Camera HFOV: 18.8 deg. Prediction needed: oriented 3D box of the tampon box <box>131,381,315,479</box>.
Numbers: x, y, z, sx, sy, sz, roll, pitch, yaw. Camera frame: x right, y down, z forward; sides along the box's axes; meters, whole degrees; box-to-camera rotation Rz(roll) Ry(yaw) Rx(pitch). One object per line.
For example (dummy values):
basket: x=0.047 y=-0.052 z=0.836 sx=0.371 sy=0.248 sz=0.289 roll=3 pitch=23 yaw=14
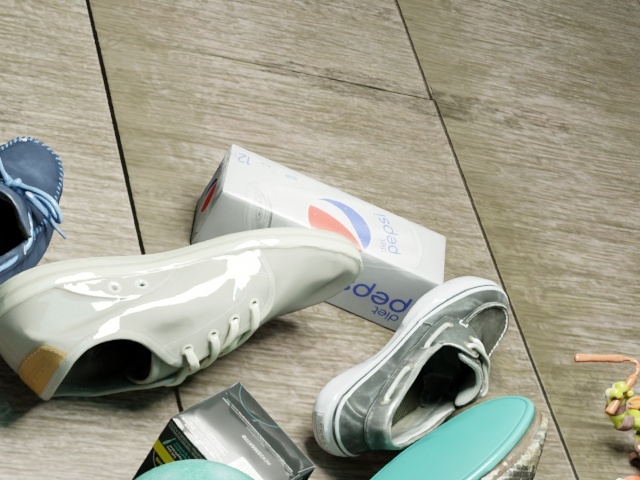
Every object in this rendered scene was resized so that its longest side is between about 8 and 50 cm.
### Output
tampon box: x=-0.105 y=0.242 z=1.861 sx=0.120 sy=0.161 sz=0.101 roll=46 pitch=40 yaw=17

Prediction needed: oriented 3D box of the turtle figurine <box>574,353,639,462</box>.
turtle figurine: x=0.400 y=0.249 z=2.274 sx=0.269 sy=0.087 sz=0.217 roll=25 pitch=45 yaw=-25

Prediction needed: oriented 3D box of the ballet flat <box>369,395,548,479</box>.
ballet flat: x=0.071 y=0.322 z=1.918 sx=0.483 sy=0.164 sz=0.182 roll=-26 pitch=104 yaw=-43

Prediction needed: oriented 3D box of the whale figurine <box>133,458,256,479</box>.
whale figurine: x=-0.125 y=0.314 z=1.662 sx=0.141 sy=0.216 sz=0.272 roll=44 pitch=44 yaw=-41

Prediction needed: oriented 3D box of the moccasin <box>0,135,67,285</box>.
moccasin: x=-0.337 y=-0.009 z=2.002 sx=0.138 sy=0.117 sz=0.342 roll=28 pitch=38 yaw=-7

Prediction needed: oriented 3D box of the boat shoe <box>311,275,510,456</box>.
boat shoe: x=0.132 y=0.150 z=2.140 sx=0.119 sy=0.121 sz=0.335 roll=8 pitch=33 yaw=38

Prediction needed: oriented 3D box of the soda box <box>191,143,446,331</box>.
soda box: x=0.000 y=0.000 z=2.249 sx=0.286 sy=0.098 sz=0.091 roll=24 pitch=39 yaw=-13

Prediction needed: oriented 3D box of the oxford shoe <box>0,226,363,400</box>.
oxford shoe: x=-0.138 y=0.082 z=2.016 sx=0.449 sy=0.169 sz=0.130 roll=-10 pitch=61 yaw=-37

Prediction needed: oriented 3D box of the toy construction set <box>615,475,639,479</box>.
toy construction set: x=0.385 y=0.412 z=2.053 sx=0.215 sy=0.151 sz=0.327 roll=8 pitch=55 yaw=-29
